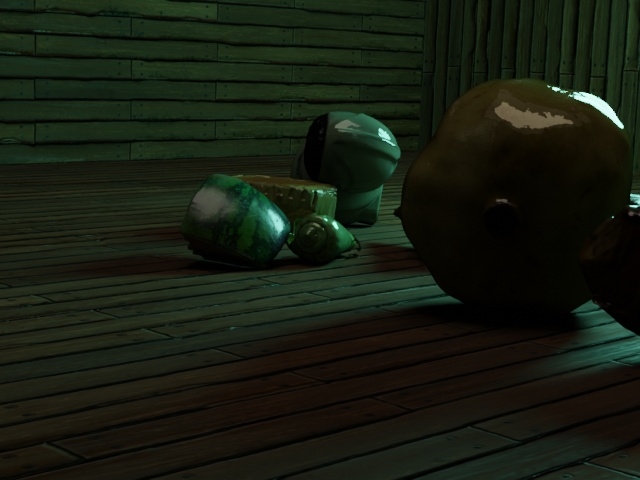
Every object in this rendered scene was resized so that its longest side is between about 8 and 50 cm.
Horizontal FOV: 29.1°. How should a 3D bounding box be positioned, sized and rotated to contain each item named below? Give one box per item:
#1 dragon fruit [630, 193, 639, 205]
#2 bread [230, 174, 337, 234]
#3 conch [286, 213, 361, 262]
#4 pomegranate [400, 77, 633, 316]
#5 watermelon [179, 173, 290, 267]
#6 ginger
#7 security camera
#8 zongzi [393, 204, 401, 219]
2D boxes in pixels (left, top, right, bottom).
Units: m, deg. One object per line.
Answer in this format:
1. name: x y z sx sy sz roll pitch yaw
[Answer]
1. dragon fruit: 0.574 0.009 1.899 0.212 0.134 0.262 -4 14 -16
2. bread: -0.088 -0.063 2.311 0.236 0.106 0.140 7 9 29
3. conch: 0.000 0.000 2.049 0.106 0.079 0.170 12 -4 24
4. pomegranate: 0.274 -0.055 1.656 0.333 0.332 0.332 2 8 0
5. watermelon: -0.118 -0.036 1.991 0.146 0.128 0.231 11 37 15
6. ginger: 0.513 0.058 1.423 0.419 0.176 0.254 10 7 19
7. security camera: 0.048 -0.151 2.403 0.191 0.196 0.277 13 -15 -5
8. zongzi: 0.283 -0.033 2.183 0.286 0.134 0.288 7 0 -13
